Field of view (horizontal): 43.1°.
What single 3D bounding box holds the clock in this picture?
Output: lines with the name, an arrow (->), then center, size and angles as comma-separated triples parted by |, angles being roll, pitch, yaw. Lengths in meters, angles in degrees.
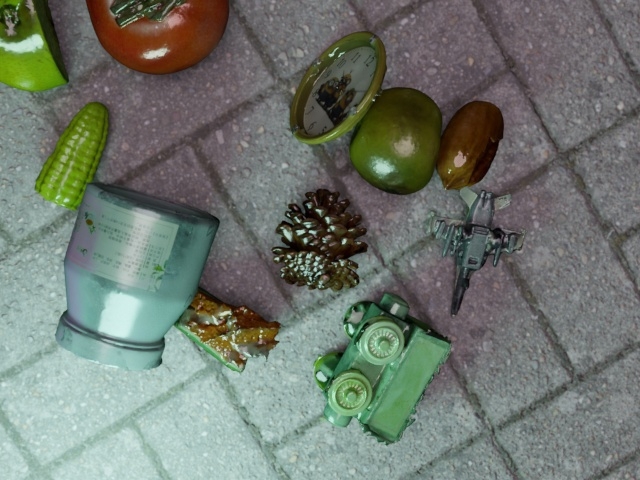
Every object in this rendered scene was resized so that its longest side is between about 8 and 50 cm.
clock -> 0.040, -0.266, 1.460 | 0.057, 0.237, 0.237 | 32, 94, -34

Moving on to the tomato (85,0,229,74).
tomato -> -0.283, -0.419, 1.413 | 0.255, 0.224, 0.256 | 0, 98, 2

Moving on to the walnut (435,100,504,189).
walnut -> 0.275, -0.173, 1.504 | 0.116, 0.116, 0.207 | 33, 65, -5

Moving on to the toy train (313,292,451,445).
toy train -> 0.111, 0.239, 1.536 | 0.188, 0.159, 0.272 | 27, 94, -15

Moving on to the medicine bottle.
medicine bottle -> -0.336, 0.064, 1.452 | 0.245, 0.245, 0.290 | 17, 95, -4

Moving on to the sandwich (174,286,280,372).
sandwich -> -0.178, 0.165, 1.512 | 0.185, 0.160, 0.109 | 34, 74, -13

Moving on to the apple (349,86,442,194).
apple -> 0.137, -0.181, 1.473 | 0.157, 0.196, 0.196 | 16, 95, -6

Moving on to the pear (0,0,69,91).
pear -> -0.553, -0.394, 1.397 | 0.159, 0.292, 0.292 | -13, 96, -11

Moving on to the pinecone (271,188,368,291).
pinecone -> 0.000, 0.002, 1.504 | 0.179, 0.150, 0.195 | 6, 95, -3

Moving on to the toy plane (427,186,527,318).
toy plane -> 0.289, 0.030, 1.551 | 0.192, 0.088, 0.262 | 10, 95, -5

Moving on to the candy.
candy -> -0.450, -0.160, 1.499 | 0.096, 0.097, 0.209 | 26, 92, -5
